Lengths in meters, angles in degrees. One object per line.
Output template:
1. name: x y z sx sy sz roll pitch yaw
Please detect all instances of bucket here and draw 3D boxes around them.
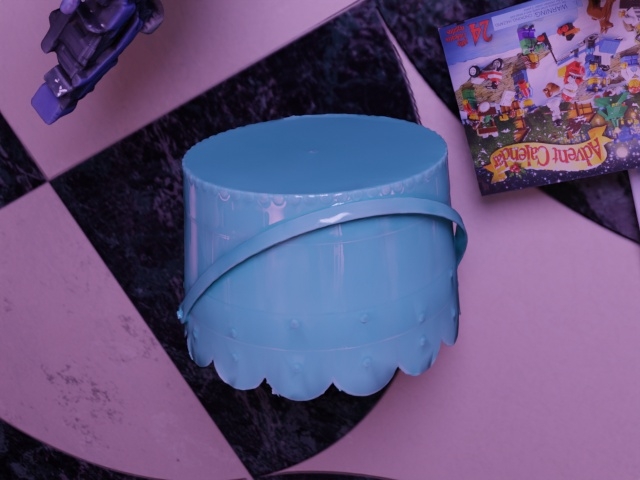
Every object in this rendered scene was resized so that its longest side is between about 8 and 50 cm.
1. bucket: 0.000 0.000 0.765 0.281 0.281 0.183 6 116 22

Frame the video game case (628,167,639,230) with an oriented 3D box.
1. video game case: 0.381 -0.019 0.724 0.184 0.023 0.201 -8 114 28

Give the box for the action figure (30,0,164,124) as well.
1. action figure: -0.162 -0.259 0.641 0.178 0.330 0.341 47 125 -8

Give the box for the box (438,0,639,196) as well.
1. box: 0.233 -0.137 0.695 0.233 0.044 0.159 -10 103 29
